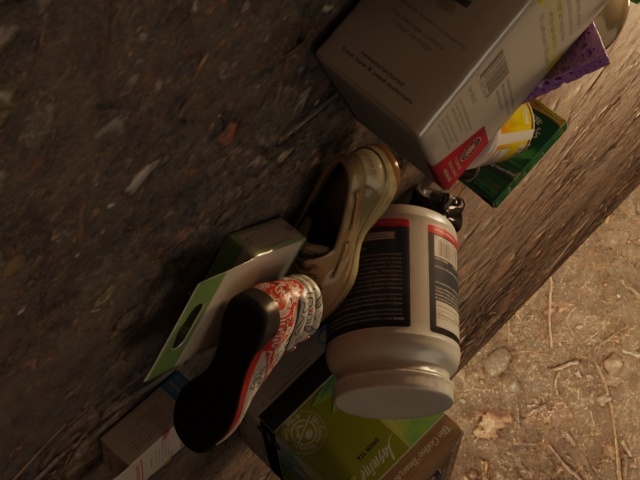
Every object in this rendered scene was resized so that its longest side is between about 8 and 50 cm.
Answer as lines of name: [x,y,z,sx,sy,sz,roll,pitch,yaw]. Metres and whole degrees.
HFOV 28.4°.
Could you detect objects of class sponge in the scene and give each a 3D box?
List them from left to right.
sponge: [0.257,-0.235,1.639,0.210,0.117,0.031,-24,151,18]

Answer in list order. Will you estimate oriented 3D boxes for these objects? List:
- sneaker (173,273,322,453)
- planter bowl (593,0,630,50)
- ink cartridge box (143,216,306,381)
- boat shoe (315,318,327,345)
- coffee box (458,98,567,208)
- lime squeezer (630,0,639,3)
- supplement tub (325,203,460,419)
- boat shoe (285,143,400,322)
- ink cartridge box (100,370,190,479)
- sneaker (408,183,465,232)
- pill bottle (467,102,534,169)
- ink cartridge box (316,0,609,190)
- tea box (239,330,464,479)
sneaker: [-0.087,0.158,1.637,0.145,0.090,0.270,-22,146,-50]
planter bowl: [0.323,-0.329,1.721,0.109,0.162,0.162,28,104,-44]
ink cartridge box: [-0.131,0.070,1.586,0.235,0.056,0.171,-20,146,-55]
boat shoe: [0.018,0.088,1.925,0.258,0.089,0.109,-40,160,-26]
coffee box: [0.304,-0.156,2.075,0.184,0.113,0.040,-47,160,-3]
lime squeezer: [0.468,-0.441,1.565,0.110,0.059,0.310,-78,-171,-63]
supplement tub: [0.103,0.102,1.803,0.191,0.191,0.272,85,6,-66]
boat shoe: [0.000,0.000,1.689,0.098,0.109,0.302,-12,141,-44]
ink cartridge box: [-0.241,0.274,1.735,0.181,0.061,0.104,-41,160,-26]
sneaker: [0.168,-0.006,2.060,0.268,0.101,0.153,159,-53,-77]
pill bottle: [0.227,-0.166,1.853,0.117,0.117,0.215,-57,161,23]
ink cartridge box: [0.199,-0.276,1.482,0.384,0.160,0.279,-49,163,0]
tea box: [0.041,0.320,2.079,0.220,0.323,0.329,-44,161,-16]
